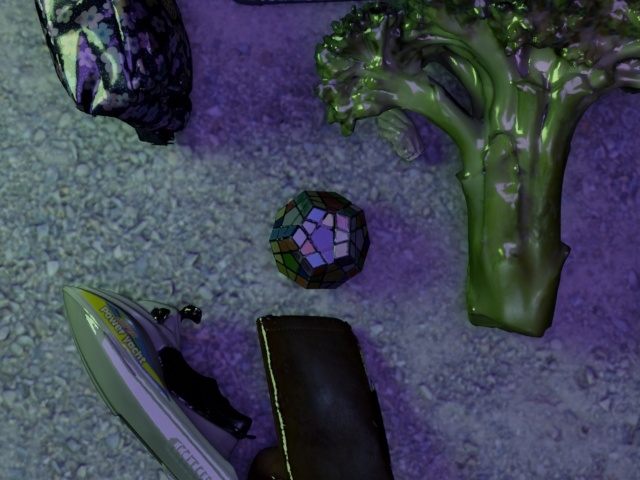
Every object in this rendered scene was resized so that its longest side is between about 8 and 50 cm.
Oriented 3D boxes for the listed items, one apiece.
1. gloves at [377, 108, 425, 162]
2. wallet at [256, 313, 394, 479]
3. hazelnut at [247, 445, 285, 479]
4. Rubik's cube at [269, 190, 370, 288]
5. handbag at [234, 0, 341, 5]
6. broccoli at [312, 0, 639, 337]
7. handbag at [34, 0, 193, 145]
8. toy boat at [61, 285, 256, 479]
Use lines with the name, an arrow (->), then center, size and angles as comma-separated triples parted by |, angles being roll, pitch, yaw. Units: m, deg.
gloves -> 0.093, -0.117, 1.351 | 0.081, 0.037, 0.044 | 43, 50, 3
wallet -> 0.012, 0.200, 1.271 | 0.137, 0.031, 0.255 | 4, 63, -35
hazelnut -> -0.036, 0.259, 1.312 | 0.086, 0.086, 0.086 | 0, 89, -4
Rubik's cube -> 0.000, 0.000, 1.309 | 0.093, 0.111, 0.111 | -3, 89, 21
handbag -> 0.006, -0.352, 1.334 | 0.229, 0.062, 0.179 | -2, 89, -4
broccoli -> 0.238, -0.126, 1.273 | 0.353, 0.275, 0.397 | -28, 93, 25
handbag -> -0.203, -0.212, 1.247 | 0.127, 0.208, 0.228 | -21, 84, 10
toy boat -> -0.163, 0.147, 1.276 | 0.141, 0.141, 0.269 | -26, 88, -4
